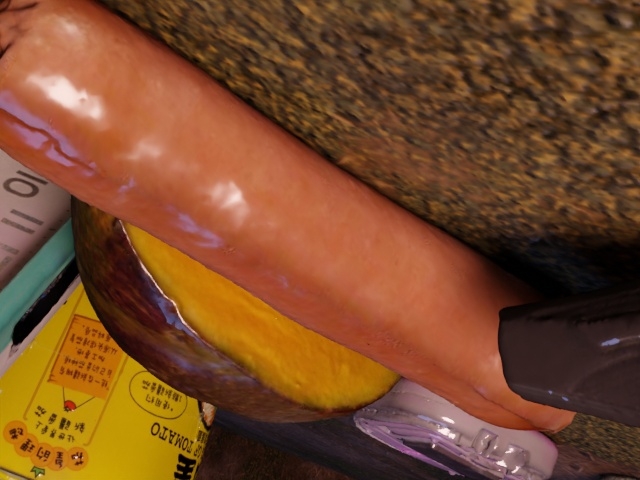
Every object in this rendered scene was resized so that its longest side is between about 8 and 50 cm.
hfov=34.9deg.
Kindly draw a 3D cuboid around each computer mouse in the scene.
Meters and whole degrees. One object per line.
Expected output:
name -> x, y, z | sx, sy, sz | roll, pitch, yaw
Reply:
computer mouse -> 0.196, 0.055, 0.458 | 0.147, 0.088, 0.264 | 13, 174, -37

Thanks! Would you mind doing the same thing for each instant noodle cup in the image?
instant noodle cup -> -0.231, 0.125, 1.011 | 0.325, 0.254, 0.325 | 22, 164, 6

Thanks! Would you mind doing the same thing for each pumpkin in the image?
pumpkin -> -0.078, 0.054, 0.664 | 0.169, 0.148, 0.312 | -27, 132, 34

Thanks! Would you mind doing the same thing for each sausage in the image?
sausage -> 0.000, 0.000, 0.559 | 0.418, 0.094, 0.094 | 31, -167, -27

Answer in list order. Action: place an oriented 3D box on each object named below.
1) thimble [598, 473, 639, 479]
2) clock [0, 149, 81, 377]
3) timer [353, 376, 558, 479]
thimble -> 0.409, 0.376, 1.121 | 0.270, 0.150, 0.271 | 21, 165, 6
clock -> -0.284, 0.012, 0.685 | 0.231, 0.262, 0.116 | 22, 126, 4
timer -> 0.142, 0.211, 1.113 | 0.208, 0.069, 0.190 | 31, 161, -22
